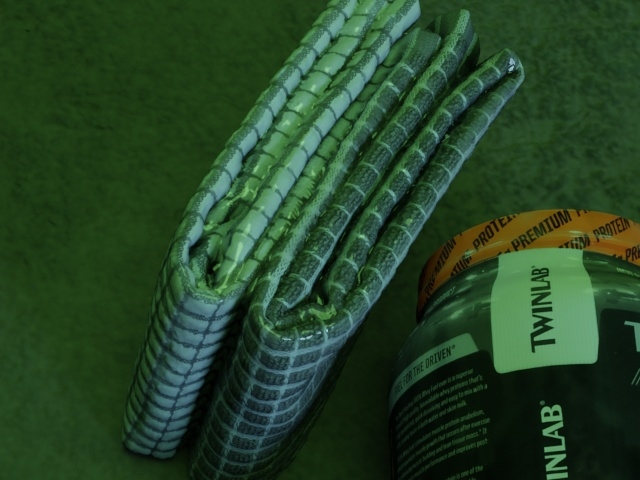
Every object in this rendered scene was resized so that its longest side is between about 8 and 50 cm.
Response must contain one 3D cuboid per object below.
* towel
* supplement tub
[{"bbox_3d":[0.000,0.000,1.094,0.121,0.235,0.283,30,59,6],"label":"towel"},{"bbox_3d":[0.144,0.164,1.026,0.207,0.207,0.338,3,57,-7],"label":"supplement tub"}]
